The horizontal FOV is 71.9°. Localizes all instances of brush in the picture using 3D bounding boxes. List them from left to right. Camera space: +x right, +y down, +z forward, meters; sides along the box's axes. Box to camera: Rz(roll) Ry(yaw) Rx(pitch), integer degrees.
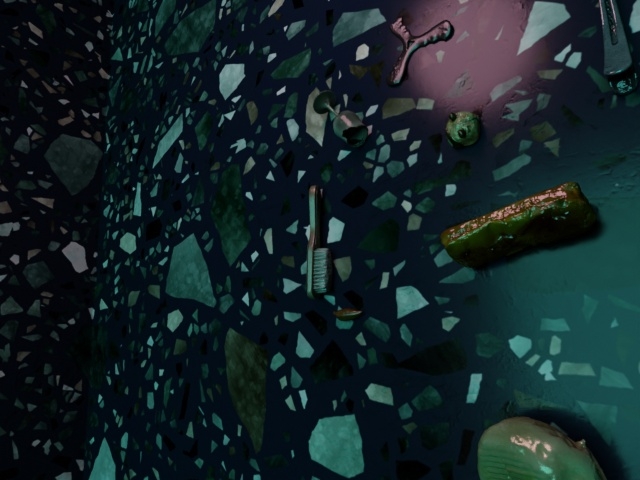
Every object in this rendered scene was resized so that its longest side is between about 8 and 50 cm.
[{"bbox_3d":[0.000,0.000,1.237,0.065,0.070,0.327,-6,75,22],"label":"brush"}]

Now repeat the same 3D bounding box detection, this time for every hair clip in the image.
[{"bbox_3d":[0.554,-0.412,0.845,0.048,0.083,0.275,-17,63,43],"label":"hair clip"}]

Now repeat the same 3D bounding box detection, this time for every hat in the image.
[{"bbox_3d":[0.322,-0.259,1.011,0.076,0.059,0.077,-10,70,35],"label":"hat"}]

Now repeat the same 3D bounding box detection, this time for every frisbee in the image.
[{"bbox_3d":[0.229,-0.531,1.179,0.211,0.012,0.187,-44,55,27],"label":"frisbee"}]

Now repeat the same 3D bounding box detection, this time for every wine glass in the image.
[{"bbox_3d":[0.056,-0.343,1.246,0.079,0.079,0.195,-52,52,20],"label":"wine glass"}]

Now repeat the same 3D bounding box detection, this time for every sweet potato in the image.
[{"bbox_3d":[0.070,0.193,1.149,0.095,0.034,0.034,-12,73,43],"label":"sweet potato"}]

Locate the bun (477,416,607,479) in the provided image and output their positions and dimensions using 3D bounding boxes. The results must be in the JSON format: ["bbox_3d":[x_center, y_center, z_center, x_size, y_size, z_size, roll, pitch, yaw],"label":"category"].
[{"bbox_3d":[0.391,0.416,0.758,0.229,0.145,0.229,45,143,49],"label":"bun"}]

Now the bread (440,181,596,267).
[{"bbox_3d":[0.376,-0.022,0.860,0.271,0.139,0.077,-23,57,34],"label":"bread"}]
